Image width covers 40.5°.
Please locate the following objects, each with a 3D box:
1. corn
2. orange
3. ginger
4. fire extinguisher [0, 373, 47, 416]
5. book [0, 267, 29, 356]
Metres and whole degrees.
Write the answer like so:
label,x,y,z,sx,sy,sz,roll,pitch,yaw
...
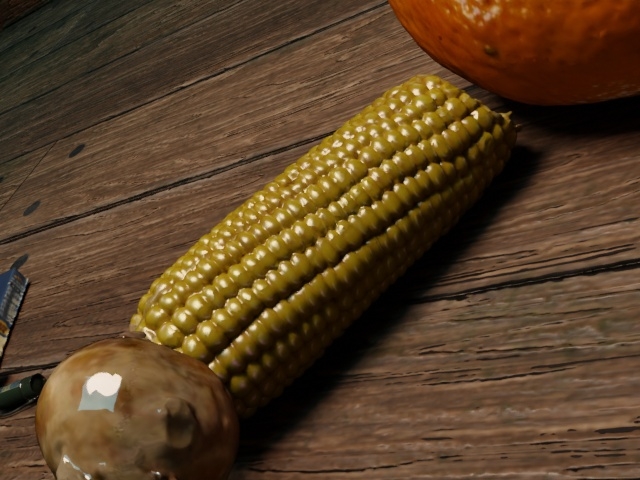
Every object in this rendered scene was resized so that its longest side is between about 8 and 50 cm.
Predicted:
label,x,y,z,sx,sy,sz,roll,pitch,yaw
corn,0.000,0.000,0.712,0.387,0.144,0.144,-45,30,-12
orange,0.231,-0.314,0.719,0.424,0.326,0.424,-26,33,19
ginger,-0.166,0.247,0.511,0.375,0.176,0.256,-50,47,-2
fire extinguisher,-0.336,0.171,0.948,0.083,0.025,0.038,-20,57,27
book,-0.521,0.226,1.052,0.300,0.039,0.428,-29,30,14
